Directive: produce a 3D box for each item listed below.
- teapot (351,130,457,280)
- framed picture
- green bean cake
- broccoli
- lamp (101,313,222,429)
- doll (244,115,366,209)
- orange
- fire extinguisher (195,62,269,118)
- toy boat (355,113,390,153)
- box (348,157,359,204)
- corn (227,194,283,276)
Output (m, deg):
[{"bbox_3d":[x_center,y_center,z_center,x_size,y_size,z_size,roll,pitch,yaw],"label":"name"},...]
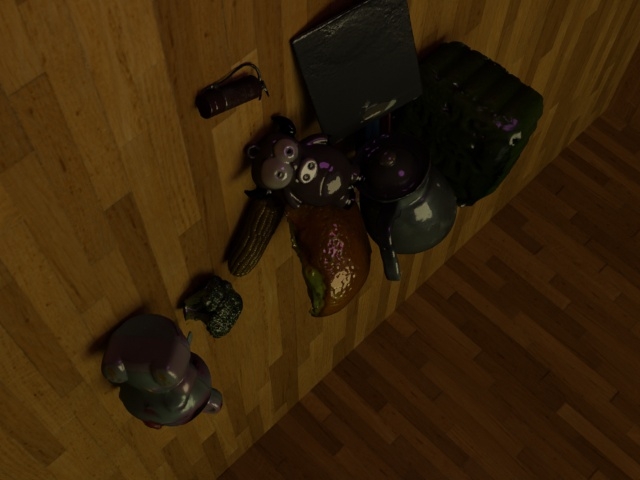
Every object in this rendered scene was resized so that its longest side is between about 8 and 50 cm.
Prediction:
[{"bbox_3d":[0.155,-0.090,1.909,0.305,0.223,0.285,-54,149,-14],"label":"teapot"},{"bbox_3d":[0.084,-0.345,1.717,0.244,0.013,0.323,-29,147,-5],"label":"framed picture"},{"bbox_3d":[0.340,-0.284,2.112,0.218,0.335,0.319,-46,160,-37],"label":"green bean cake"},{"bbox_3d":[-0.247,0.153,1.977,0.138,0.145,0.162,-6,165,-16],"label":"broccoli"},{"bbox_3d":[-0.356,0.279,1.908,0.301,0.247,0.247,81,12,-51],"label":"lamp"},{"bbox_3d":[-0.036,-0.143,1.762,0.257,0.117,0.181,19,97,-29],"label":"doll"},{"bbox_3d":[0.010,-0.001,1.941,0.196,0.334,0.262,-17,165,-14],"label":"orange"},{"bbox_3d":[-0.150,-0.268,1.515,0.157,0.045,0.078,-31,132,-38],"label":"fire extinguisher"},{"bbox_3d":[0.125,-0.273,1.976,0.080,0.136,0.392,-8,144,-6],"label":"toy boat"},{"bbox_3d":[0.051,-0.132,2.165,0.201,0.058,0.141,-26,150,-49],"label":"box"},{"bbox_3d":[-0.150,-0.011,1.942,0.080,0.080,0.231,-26,152,-48],"label":"corn"}]
